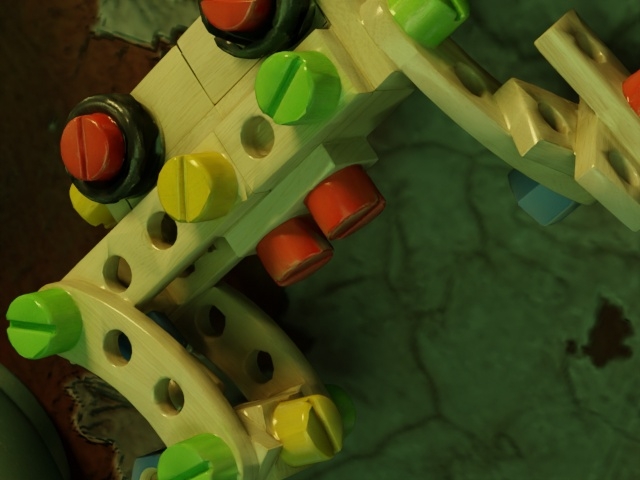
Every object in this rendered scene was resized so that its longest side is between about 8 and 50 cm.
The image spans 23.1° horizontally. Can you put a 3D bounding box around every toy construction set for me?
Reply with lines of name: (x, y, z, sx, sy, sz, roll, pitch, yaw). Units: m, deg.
toy construction set: (0.000, 0.000, 0.672, 0.328, 0.151, 0.215, -37, 75, 17)

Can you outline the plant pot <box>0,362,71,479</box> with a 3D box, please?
plant pot: (-0.237, 0.158, 0.774, 0.293, 0.196, 0.293, 6, 114, 13)
